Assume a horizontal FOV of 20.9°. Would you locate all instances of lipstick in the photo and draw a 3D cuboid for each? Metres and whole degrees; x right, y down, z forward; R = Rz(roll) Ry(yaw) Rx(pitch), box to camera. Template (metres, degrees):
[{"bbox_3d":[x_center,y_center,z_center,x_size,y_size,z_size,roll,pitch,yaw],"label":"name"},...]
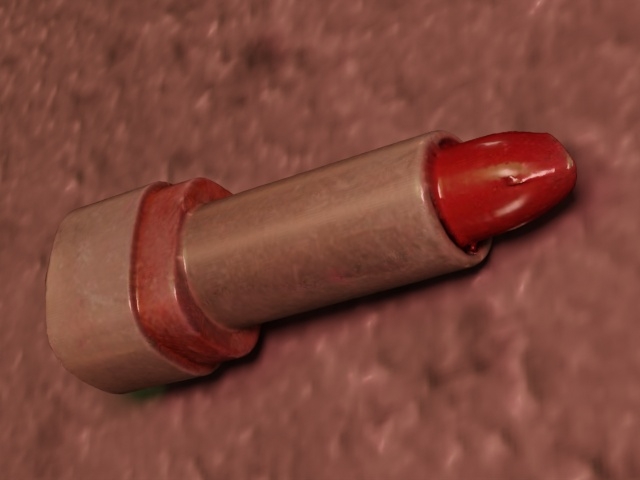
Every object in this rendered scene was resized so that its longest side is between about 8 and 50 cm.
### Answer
[{"bbox_3d":[0.001,0.001,0.546,0.186,0.057,0.063,-15,57,32],"label":"lipstick"}]
